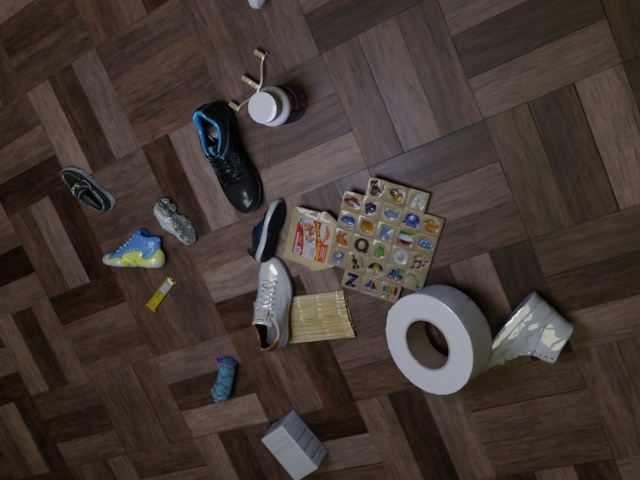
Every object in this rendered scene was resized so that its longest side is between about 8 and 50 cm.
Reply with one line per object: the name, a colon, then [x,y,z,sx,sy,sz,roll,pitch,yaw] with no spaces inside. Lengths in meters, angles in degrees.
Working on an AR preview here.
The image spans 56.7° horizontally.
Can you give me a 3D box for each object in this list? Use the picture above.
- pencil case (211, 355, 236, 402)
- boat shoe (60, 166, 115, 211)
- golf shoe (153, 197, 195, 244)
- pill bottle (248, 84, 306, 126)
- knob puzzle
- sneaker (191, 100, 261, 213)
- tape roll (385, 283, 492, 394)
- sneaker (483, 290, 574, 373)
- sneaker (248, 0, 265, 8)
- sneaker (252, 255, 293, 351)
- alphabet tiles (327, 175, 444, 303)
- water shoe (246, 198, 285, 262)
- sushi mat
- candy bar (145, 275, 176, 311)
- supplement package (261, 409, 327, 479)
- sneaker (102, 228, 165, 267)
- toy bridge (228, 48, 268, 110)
pencil case: [-0.324,0.463,1.983,0.070,0.064,0.151,13,110,-1]
boat shoe: [-0.782,-0.171,1.962,0.219,0.070,0.078,33,114,9]
golf shoe: [-0.468,-0.051,1.897,0.176,0.069,0.086,53,136,3]
pill bottle: [-0.118,-0.363,1.597,0.108,0.180,0.108,6,108,19]
knob puzzle: [0.000,0.000,1.743,0.213,0.030,0.213,6,110,17]
sneaker: [-0.282,-0.229,1.721,0.125,0.139,0.341,-18,100,22]
tape roll: [0.315,0.266,1.607,0.286,0.100,0.286,19,117,42]
sneaker: [0.540,0.296,1.588,0.169,0.108,0.292,40,114,9]
sneaker: [-0.110,-0.704,1.545,0.115,0.090,0.232,33,115,5]
sneaker: [-0.150,0.194,1.791,0.106,0.123,0.290,-4,91,24]
alphabet tiles: [0.178,0.003,1.671,0.285,0.011,0.342,17,111,8]
water shoe: [-0.170,-0.035,1.772,0.080,0.073,0.203,26,103,32]
sushi mat: [-0.054,0.243,1.842,0.316,0.019,0.151,-9,101,22]
candy bar: [-0.540,0.182,2.006,0.040,0.018,0.161,42,115,1]
supplement package: [-0.083,0.667,1.932,0.105,0.105,0.179,-40,89,25]
sneaker: [-0.615,0.026,1.964,0.240,0.091,0.126,1,88,21]
toy bridge: [-0.194,-0.450,1.685,0.063,0.026,0.188,35,114,5]
